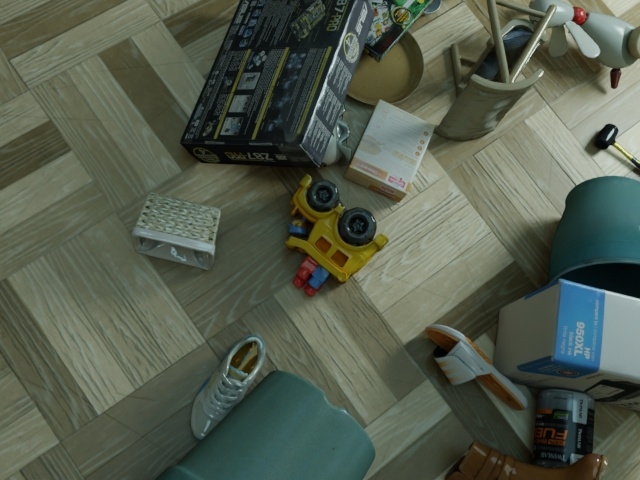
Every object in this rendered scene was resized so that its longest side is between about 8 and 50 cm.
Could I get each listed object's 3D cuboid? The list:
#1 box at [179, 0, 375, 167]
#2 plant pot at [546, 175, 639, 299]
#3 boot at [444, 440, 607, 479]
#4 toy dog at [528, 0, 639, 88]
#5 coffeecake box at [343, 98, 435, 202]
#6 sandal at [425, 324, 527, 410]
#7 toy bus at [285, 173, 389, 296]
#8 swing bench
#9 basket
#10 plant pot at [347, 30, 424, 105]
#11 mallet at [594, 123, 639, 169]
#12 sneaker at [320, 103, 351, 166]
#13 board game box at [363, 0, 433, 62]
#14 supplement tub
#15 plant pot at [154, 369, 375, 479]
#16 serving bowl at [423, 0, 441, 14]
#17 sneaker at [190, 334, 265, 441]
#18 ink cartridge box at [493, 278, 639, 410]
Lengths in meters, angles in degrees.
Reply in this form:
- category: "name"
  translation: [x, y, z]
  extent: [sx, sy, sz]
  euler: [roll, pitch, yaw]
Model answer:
- category: "box"
  translation: [-0.091, -0.347, 1.540]
  extent: [0.318, 0.097, 0.395]
  euler: [5, 66, 33]
- category: "plant pot"
  translation: [0.626, 0.011, 1.572]
  extent: [0.272, 0.271, 0.255]
  euler: [15, 58, -5]
- category: "boot"
  translation: [0.390, 0.449, 1.406]
  extent: [0.220, 0.283, 0.109]
  euler: [39, 38, 12]
- category: "toy dog"
  translation: [0.644, -0.469, 1.762]
  extent: [0.334, 0.220, 0.161]
  euler: [14, 103, 2]
- category: "coffeecake box"
  translation: [0.155, -0.200, 1.640]
  extent: [0.142, 0.068, 0.185]
  euler: [25, 71, -3]
- category: "sandal"
  translation: [0.313, 0.278, 1.510]
  extent: [0.265, 0.102, 0.076]
  euler: [42, 69, 2]
- category: "toy bus"
  translation: [0.000, 0.000, 1.529]
  extent: [0.220, 0.149, 0.211]
  euler: [40, 87, 5]
- category: "swing bench"
  translation: [0.383, -0.375, 1.635]
  extent: [0.165, 0.253, 0.254]
  euler: [15, 72, -6]
- category: "basket"
  translation: [-0.288, -0.020, 1.488]
  extent: [0.167, 0.113, 0.103]
  euler: [15, 68, -5]
- category: "plant pot"
  translation: [0.127, -0.419, 1.719]
  extent: [0.236, 0.032, 0.236]
  euler: [3, 73, -8]
- category: "mallet"
  translation: [0.752, -0.211, 1.770]
  extent: [0.190, 0.039, 0.062]
  euler: [33, 69, -4]
- category: "sneaker"
  translation: [-0.029, -0.322, 1.615]
  extent: [0.146, 0.122, 0.330]
  euler: [-5, 74, -13]
- category: "board game box"
  translation: [0.162, -0.549, 1.733]
  extent: [0.136, 0.030, 0.259]
  euler: [38, 70, 6]
- category: "supplement tub"
  translation: [0.497, 0.408, 1.496]
  extent: [0.117, 0.117, 0.190]
  euler: [12, 72, -6]
- category: "plant pot"
  translation: [-0.096, 0.434, 1.290]
  extent: [0.341, 0.341, 0.334]
  euler: [40, 64, 3]
- category: "serving bowl"
  translation: [0.253, -0.587, 1.793]
  extent: [0.083, 0.027, 0.083]
  euler: [3, 73, -9]
- category: "sneaker"
  translation: [-0.184, 0.284, 1.426]
  extent: [0.087, 0.092, 0.228]
  euler: [28, 72, -3]
- category: "ink cartridge box"
  translation: [0.592, 0.227, 1.476]
  extent: [0.395, 0.285, 0.166]
  euler: [13, 71, -6]
